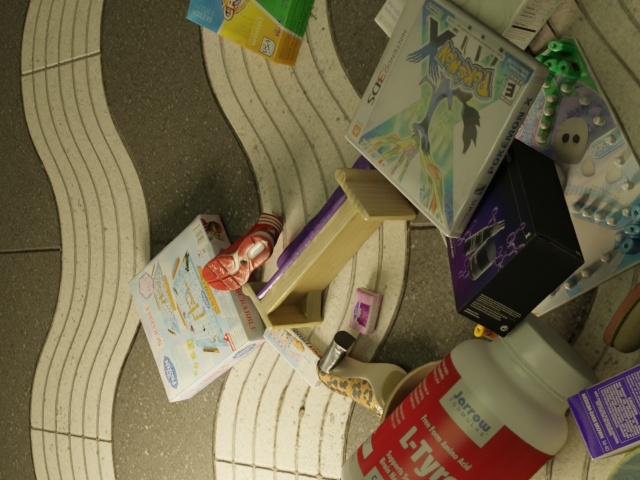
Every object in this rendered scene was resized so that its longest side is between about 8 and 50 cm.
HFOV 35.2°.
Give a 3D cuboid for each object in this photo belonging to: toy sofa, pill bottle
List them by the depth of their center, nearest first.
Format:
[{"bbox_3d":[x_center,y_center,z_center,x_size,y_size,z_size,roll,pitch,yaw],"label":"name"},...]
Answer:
[{"bbox_3d":[0.242,0.310,1.617,0.407,0.229,0.229,-49,57,13],"label":"pill bottle"},{"bbox_3d":[0.000,0.000,1.961,0.362,0.150,0.177,-49,60,32],"label":"toy sofa"}]

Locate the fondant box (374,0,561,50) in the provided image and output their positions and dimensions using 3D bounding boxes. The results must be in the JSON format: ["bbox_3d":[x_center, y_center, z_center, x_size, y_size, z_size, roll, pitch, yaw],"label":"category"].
[{"bbox_3d":[0.265,-0.420,1.672,0.330,0.096,0.238,-53,56,29],"label":"fondant box"}]

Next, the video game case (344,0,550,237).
[{"bbox_3d":[0.188,-0.216,1.624,0.329,0.036,0.300,49,122,43],"label":"video game case"}]

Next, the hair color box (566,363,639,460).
[{"bbox_3d":[0.543,0.198,1.421,0.339,0.185,0.110,-34,66,38],"label":"hair color box"}]

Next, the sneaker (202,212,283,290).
[{"bbox_3d":[-0.151,0.021,2.136,0.221,0.128,0.087,-29,107,38],"label":"sneaker"}]

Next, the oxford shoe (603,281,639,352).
[{"bbox_3d":[0.557,0.072,1.453,0.348,0.123,0.130,-50,64,33],"label":"oxford shoe"}]

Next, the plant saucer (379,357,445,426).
[{"bbox_3d":[0.236,0.345,1.768,0.278,0.041,0.278,-4,82,26],"label":"plant saucer"}]

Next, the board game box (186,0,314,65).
[{"bbox_3d":[-0.142,-0.538,2.149,0.316,0.064,0.242,32,112,39],"label":"board game box"}]

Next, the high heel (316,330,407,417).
[{"bbox_3d":[0.101,0.302,1.944,0.261,0.093,0.186,46,150,14],"label":"high heel"}]

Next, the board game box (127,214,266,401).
[{"bbox_3d":[-0.287,0.156,2.292,0.318,0.066,0.318,-38,65,37],"label":"board game box"}]

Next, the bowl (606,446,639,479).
[{"bbox_3d":[0.557,0.406,1.423,0.289,0.156,0.289,6,99,41],"label":"bowl"}]

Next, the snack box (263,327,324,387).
[{"bbox_3d":[-0.051,0.226,2.099,0.178,0.022,0.064,42,119,35],"label":"snack box"}]

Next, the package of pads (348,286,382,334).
[{"bbox_3d":[0.087,0.137,1.959,0.050,0.032,0.083,22,105,43],"label":"package of pads"}]

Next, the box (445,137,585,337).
[{"bbox_3d":[0.289,-0.011,1.564,0.184,0.103,0.261,-47,25,30],"label":"box"}]

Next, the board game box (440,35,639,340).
[{"bbox_3d":[0.343,-0.081,1.702,0.390,0.050,0.390,-36,67,38],"label":"board game box"}]
